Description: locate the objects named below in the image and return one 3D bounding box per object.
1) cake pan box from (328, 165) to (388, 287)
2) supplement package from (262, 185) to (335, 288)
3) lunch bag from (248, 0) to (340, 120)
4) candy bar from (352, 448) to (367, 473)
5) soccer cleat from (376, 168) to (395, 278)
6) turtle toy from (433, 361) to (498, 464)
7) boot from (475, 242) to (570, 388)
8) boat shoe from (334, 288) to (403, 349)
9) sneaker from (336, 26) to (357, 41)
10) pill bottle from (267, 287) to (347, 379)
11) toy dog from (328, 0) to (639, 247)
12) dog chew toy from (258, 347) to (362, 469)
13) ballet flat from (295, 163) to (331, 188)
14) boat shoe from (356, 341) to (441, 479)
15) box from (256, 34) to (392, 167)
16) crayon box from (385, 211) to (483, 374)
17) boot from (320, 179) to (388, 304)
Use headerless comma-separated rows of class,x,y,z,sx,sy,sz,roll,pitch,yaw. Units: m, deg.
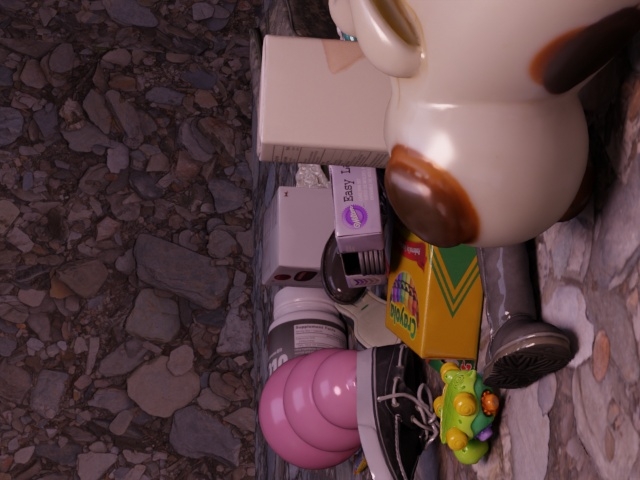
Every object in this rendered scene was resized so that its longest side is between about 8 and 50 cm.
cake pan box,0.048,-0.082,1.439,0.246,0.070,0.267,70,-165,-69
supplement package,0.000,0.000,1.916,0.203,0.194,0.149,130,142,-73
lunch bag,-0.035,-0.334,2.030,0.256,0.212,0.305,-59,26,33
candy bar,0.083,0.382,1.831,0.161,0.018,0.040,115,156,-61
soccer cleat,0.134,-0.053,1.548,0.095,0.083,0.248,164,107,-70
turtle toy,0.178,0.213,1.240,0.095,0.066,0.130,-105,21,-65
boot,0.216,0.045,1.125,0.189,0.076,0.209,127,152,-67
boat shoe,0.096,0.149,1.738,0.079,0.084,0.233,59,175,-23
sneaker,0.113,-0.404,1.547,0.275,0.107,0.110,-63,24,3
pill bottle,-0.025,0.241,2.065,0.161,0.161,0.283,110,161,-56
toy dog,0.185,-0.189,0.934,0.395,0.284,0.408,37,130,34
dog chew toy,0.019,0.277,1.762,0.332,0.206,0.207,135,138,-62
ballet flat,0.018,-0.204,2.156,0.147,0.147,0.409,110,157,-57
boat shoe,0.116,0.254,1.459,0.306,0.105,0.113,-88,-22,-63
box,0.085,-0.148,1.161,0.148,0.311,0.121,146,127,-84
crayon box,0.155,0.034,1.386,0.202,0.081,0.319,-149,63,-78
boot,0.082,-0.035,1.703,0.229,0.091,0.263,132,155,-71
